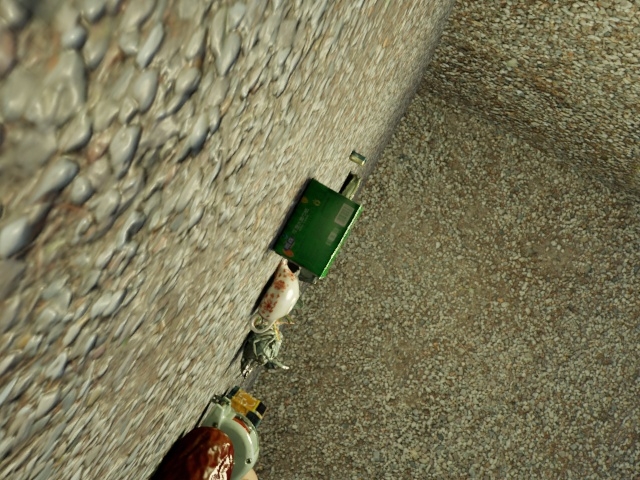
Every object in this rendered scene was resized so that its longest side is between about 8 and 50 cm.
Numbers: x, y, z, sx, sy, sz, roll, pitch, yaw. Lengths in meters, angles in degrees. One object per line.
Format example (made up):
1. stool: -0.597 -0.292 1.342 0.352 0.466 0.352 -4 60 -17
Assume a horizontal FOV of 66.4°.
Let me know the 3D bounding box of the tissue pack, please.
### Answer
1. tissue pack: -0.003 -0.030 1.258 0.209 0.147 0.156 -61 174 3

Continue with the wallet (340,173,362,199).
1. wallet: 0.094 -0.149 2.165 0.310 0.077 0.223 -63 179 4

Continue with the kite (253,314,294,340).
1. kite: -0.158 0.262 1.664 0.010 0.159 0.189 -24 157 38

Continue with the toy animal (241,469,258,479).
1. toy animal: -0.379 0.898 1.769 0.269 0.326 0.237 -45 -153 0

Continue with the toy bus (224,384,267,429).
1. toy bus: -0.368 0.780 1.973 0.324 0.194 0.162 -61 177 -1

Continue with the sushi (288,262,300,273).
1. sushi: -0.081 0.077 1.748 0.083 0.044 0.046 -62 175 36

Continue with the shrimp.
1. shrimp: -0.173 0.338 1.735 0.411 0.165 0.222 -75 155 -51

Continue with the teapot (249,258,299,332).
1. teapot: -0.136 0.183 1.505 0.246 0.116 0.159 -55 -173 1

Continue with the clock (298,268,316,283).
1. clock: 0.000 0.000 1.764 0.325 0.067 0.325 19 90 -88

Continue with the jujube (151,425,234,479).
1. jujube: -0.354 0.678 1.340 0.318 0.222 0.223 -69 -177 -48

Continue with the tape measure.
1. tape measure: -0.331 0.691 1.641 0.243 0.246 0.125 -55 173 4

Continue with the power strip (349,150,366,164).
1. power strip: 0.140 -0.301 1.815 0.032 0.056 0.123 -60 177 7
